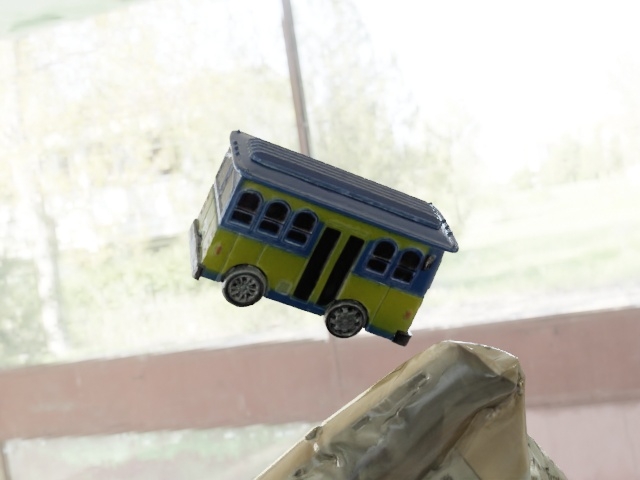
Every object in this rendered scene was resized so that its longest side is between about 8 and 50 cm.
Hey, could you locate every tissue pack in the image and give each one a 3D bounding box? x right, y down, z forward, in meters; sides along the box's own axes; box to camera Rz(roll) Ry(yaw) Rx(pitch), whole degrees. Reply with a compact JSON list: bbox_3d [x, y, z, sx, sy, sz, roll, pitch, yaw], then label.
[{"bbox_3d":[0.072,0.294,1.118,0.390,0.195,0.375,-36,-40,1],"label":"tissue pack"}]

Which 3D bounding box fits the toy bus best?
[{"bbox_3d":[0.000,0.000,1.379,0.288,0.175,0.138,19,21,-17],"label":"toy bus"}]
